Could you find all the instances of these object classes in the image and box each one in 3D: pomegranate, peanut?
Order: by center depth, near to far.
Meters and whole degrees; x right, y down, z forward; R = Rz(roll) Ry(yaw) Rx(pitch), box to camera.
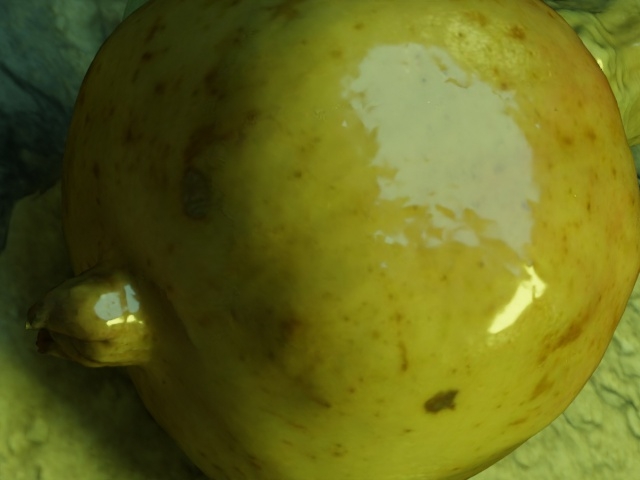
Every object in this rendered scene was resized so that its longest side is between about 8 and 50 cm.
[{"bbox_3d":[0.000,0.000,0.989,0.342,0.342,0.342,22,49,-28],"label":"pomegranate"},{"bbox_3d":[0.207,-0.132,1.374,0.325,0.153,0.140,-22,91,-55],"label":"peanut"}]

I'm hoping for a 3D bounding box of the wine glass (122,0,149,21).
[{"bbox_3d":[-0.053,-0.133,1.211,0.155,0.073,0.073,10,56,-34],"label":"wine glass"}]
